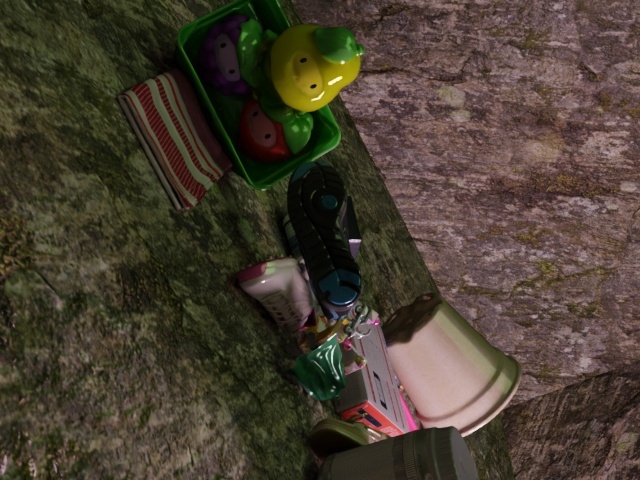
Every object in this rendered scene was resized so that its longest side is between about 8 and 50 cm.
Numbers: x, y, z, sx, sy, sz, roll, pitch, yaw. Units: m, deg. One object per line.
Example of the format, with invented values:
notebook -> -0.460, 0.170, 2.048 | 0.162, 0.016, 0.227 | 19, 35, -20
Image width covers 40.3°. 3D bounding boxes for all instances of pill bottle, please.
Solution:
pill bottle -> -0.038, -0.018, 2.102 | 0.094, 0.094, 0.169 | 40, 30, -62

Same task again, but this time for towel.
towel -> -0.266, -0.201, 1.657 | 0.237, 0.037, 0.329 | 63, 14, -13

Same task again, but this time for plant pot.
plant pot -> 0.325, 0.326, 2.395 | 0.305, 0.334, 0.334 | 51, 17, -13

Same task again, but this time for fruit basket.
fruit basket -> -0.094, -0.318, 1.774 | 0.392, 0.283, 0.392 | 42, -28, 28

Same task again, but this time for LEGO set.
LEGO set -> 0.037, 0.217, 1.875 | 0.107, 0.132, 0.287 | 45, -19, -10

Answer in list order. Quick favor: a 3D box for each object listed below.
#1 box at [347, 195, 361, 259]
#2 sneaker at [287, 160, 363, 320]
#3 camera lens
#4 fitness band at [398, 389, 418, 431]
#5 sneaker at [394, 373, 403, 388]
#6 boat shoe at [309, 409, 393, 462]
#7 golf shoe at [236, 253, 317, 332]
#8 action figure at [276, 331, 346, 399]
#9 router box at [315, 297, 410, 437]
box -> 0.034, -0.006, 2.217 | 0.158, 0.093, 0.156 | 104, -19, -47
sneaker -> 0.000, 0.000, 1.771 | 0.140, 0.125, 0.341 | 99, -16, -64
camera lens -> 0.143, 0.472, 1.591 | 0.219, 0.274, 0.219 | -20, 90, -75
fitness band -> 0.219, 0.505, 2.320 | 0.209, 0.054, 0.291 | -71, 137, -71
sneaker -> 0.250, 0.388, 2.566 | 0.215, 0.083, 0.084 | 23, 47, -69
boat shoe -> 0.077, 0.411, 1.755 | 0.285, 0.104, 0.089 | 40, 36, -41
golf shoe -> -0.071, 0.109, 1.740 | 0.306, 0.115, 0.140 | 24, 48, -69
action figure -> 0.000, 0.269, 1.778 | 0.063, 0.137, 0.232 | 62, -1, 39
router box -> 0.098, 0.303, 2.122 | 0.301, 0.082, 0.335 | 50, 22, -52
